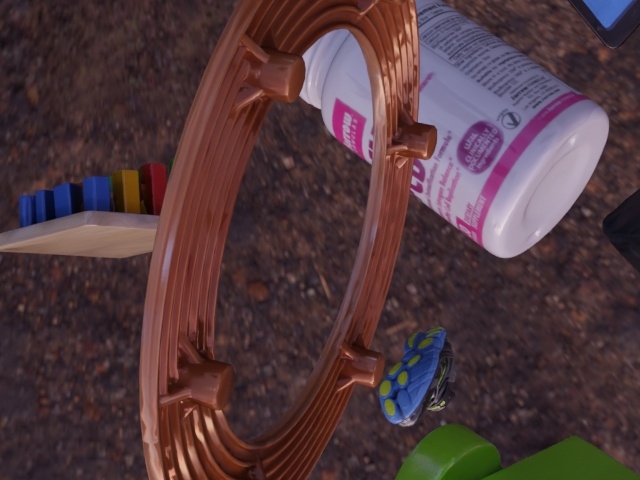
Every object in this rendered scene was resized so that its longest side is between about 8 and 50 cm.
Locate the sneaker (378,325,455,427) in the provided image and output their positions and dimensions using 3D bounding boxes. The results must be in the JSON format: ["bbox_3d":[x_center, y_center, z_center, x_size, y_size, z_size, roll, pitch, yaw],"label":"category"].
[{"bbox_3d":[0.116,0.155,1.542,0.067,0.188,0.078,-24,99,21],"label":"sneaker"}]

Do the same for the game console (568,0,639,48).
[{"bbox_3d":[0.225,-0.212,1.011,0.107,0.071,0.122,-16,129,45],"label":"game console"}]

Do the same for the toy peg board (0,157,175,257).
[{"bbox_3d":[-0.206,-0.035,1.359,0.160,0.161,0.079,5,78,-46],"label":"toy peg board"}]

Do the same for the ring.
[{"bbox_3d":[0.000,0.000,0.735,0.032,0.336,0.337,14,109,18],"label":"ring"}]

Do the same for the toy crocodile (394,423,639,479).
[{"bbox_3d":[0.051,0.179,0.679,0.340,0.115,0.105,-20,129,-45],"label":"toy crocodile"}]

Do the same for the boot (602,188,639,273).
[{"bbox_3d":[0.304,-0.094,0.400,0.445,0.367,0.146,-38,91,5],"label":"boot"}]

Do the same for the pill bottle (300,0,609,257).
[{"bbox_3d":[0.103,-0.125,1.292,0.283,0.160,0.160,38,104,23],"label":"pill bottle"}]
